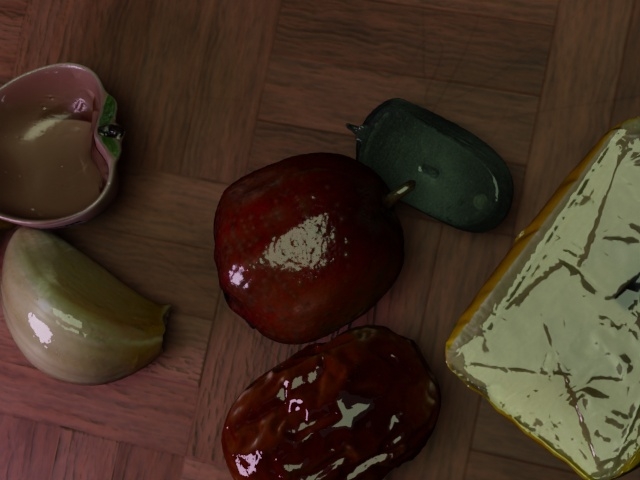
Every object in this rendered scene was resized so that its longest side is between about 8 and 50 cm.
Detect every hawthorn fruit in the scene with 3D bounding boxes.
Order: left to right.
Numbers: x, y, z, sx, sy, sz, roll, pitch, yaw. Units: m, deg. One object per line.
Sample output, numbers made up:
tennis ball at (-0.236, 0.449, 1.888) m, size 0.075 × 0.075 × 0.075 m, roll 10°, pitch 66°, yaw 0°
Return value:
hawthorn fruit at (0.000, 0.000, 1.583) m, size 0.250 × 0.215 × 0.215 m, roll -24°, pitch 79°, yaw 9°

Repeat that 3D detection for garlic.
garlic at (-0.300, 0.076, 1.700) m, size 0.245 × 0.145 × 0.164 m, roll 41°, pitch 62°, yaw 16°

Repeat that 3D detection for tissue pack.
tissue pack at (0.307, 0.073, 1.408) m, size 0.228 × 0.382 × 0.293 m, roll 39°, pitch 94°, yaw 18°

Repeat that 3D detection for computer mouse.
computer mouse at (0.129, -0.084, 1.631) m, size 0.229 × 0.068 × 0.113 m, roll 32°, pitch 107°, yaw 26°

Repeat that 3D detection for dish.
dish at (-0.317, -0.102, 1.720) m, size 0.213 × 0.090 × 0.213 m, roll -4°, pitch 71°, yaw 12°

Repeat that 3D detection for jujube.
jujube at (0.013, 0.200, 1.576) m, size 0.250 × 0.174 × 0.174 m, roll -25°, pitch 79°, yaw 7°

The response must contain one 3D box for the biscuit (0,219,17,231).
biscuit at (-0.439, -0.039, 1.741) m, size 0.138 × 0.031 × 0.205 m, roll -2°, pitch 63°, yaw -10°
